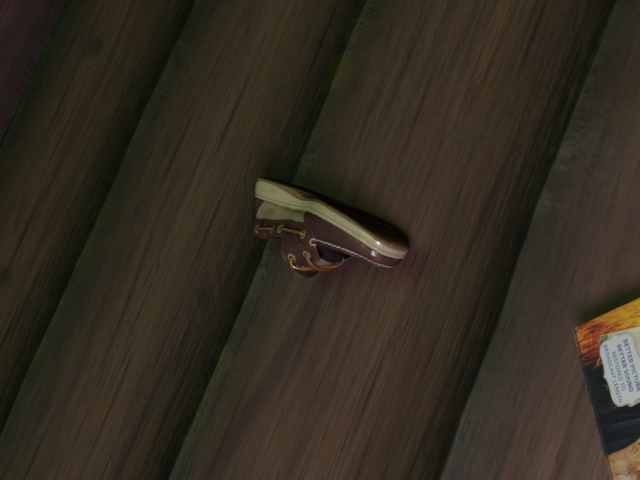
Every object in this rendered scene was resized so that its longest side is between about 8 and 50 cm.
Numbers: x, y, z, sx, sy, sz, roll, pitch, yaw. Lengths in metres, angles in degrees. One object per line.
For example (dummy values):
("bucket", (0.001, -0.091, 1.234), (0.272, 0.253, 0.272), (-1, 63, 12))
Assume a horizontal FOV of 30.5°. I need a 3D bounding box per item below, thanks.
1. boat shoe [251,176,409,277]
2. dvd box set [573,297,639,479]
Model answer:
("boat shoe", (0.000, 0.000, 1.750), (0.342, 0.123, 0.123), (25, 98, 48))
("dvd box set", (0.487, 0.146, 1.219), (0.420, 0.062, 0.307), (-29, 49, 29))
